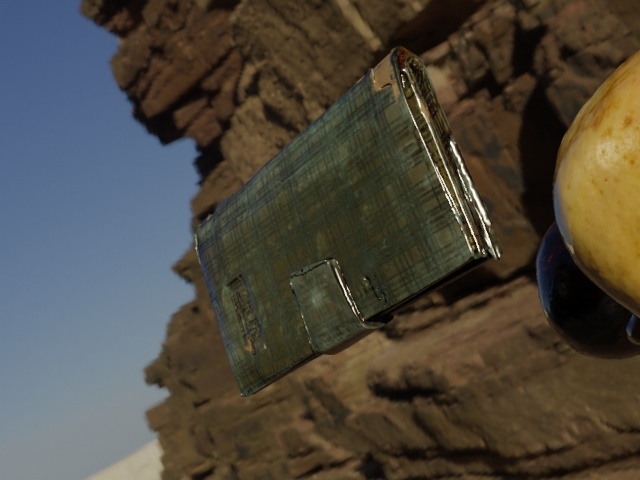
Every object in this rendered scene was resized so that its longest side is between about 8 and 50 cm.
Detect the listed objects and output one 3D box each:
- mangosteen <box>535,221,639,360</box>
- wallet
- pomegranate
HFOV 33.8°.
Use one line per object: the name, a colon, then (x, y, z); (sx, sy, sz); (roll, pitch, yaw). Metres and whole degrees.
mangosteen: (0.446, 0.054, 1.514); (0.261, 0.236, 0.235); (-14, 0, 22)
wallet: (-0.001, 0.000, 0.819); (0.044, 0.169, 0.317); (-7, -19, -39)
pomegranate: (0.378, -0.030, 0.987); (0.342, 0.342, 0.342); (-26, -5, -3)
